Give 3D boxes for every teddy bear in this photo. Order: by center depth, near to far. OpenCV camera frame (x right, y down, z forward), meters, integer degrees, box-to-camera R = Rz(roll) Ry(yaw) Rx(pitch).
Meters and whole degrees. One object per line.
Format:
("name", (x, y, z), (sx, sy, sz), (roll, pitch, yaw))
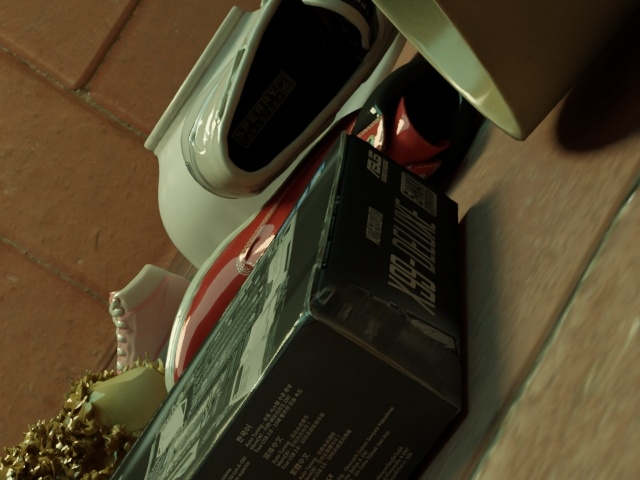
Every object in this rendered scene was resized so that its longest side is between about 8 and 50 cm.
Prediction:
("teddy bear", (-0.189, 0.224, 1.109), (0.338, 0.113, 0.245), (-53, 38, 14))

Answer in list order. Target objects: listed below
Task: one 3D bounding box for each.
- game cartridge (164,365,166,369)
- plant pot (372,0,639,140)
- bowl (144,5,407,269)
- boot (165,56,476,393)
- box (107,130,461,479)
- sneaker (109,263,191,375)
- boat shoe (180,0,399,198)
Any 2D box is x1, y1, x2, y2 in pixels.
("game cartridge", (-0.131, 0.153, 1.318), (0.198, 0.062, 0.297), (-52, 8, 15))
("plant pot", (0.105, -0.227, 0.674), (0.274, 0.256, 0.256), (-41, 8, 4))
("bowl", (-0.055, -0.103, 1.333), (0.298, 0.134, 0.298), (-56, 6, 9))
("boot", (0.000, 0.000, 0.939), (0.244, 0.088, 0.176), (-57, 7, -20))
("box", (-0.048, 0.121, 0.750), (0.307, 0.076, 0.242), (-55, 8, 20))
("sneaker", (-0.154, 0.081, 1.289), (0.134, 0.070, 0.051), (-59, 9, -6))
("boat shoe", (0.006, -0.144, 0.996), (0.267, 0.096, 0.088), (-52, 14, -11))
